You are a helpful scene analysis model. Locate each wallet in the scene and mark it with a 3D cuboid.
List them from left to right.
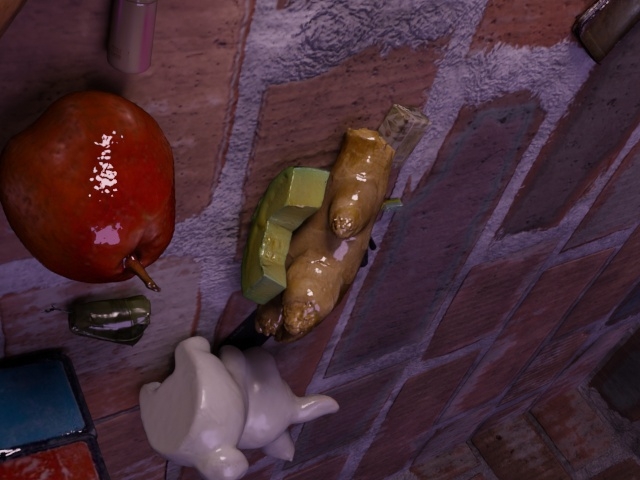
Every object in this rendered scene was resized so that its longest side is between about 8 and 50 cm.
[{"bbox_3d":[0.517,-0.406,1.158,0.255,0.031,0.137,-46,147,17],"label":"wallet"}]

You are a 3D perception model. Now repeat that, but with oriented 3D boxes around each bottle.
[{"bbox_3d":[-0.188,-0.218,0.730,0.045,0.045,0.096,-13,141,-32],"label":"bottle"}]

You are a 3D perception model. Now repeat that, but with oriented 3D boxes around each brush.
[{"bbox_3d":[0.108,-0.059,1.253,0.083,0.021,0.019,-4,140,-40],"label":"brush"}]

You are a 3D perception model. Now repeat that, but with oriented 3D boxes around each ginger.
[{"bbox_3d":[-0.014,0.011,1.101,0.236,0.166,0.376,-42,152,-41],"label":"ginger"}]

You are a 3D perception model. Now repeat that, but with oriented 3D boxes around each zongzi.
[{"bbox_3d":[-0.334,0.135,1.074,0.154,0.062,0.130,-5,150,-31],"label":"zongzi"}]

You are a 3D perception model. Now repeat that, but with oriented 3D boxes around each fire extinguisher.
[{"bbox_3d":[0.083,0.013,1.317,0.046,0.032,0.100,-19,153,-6],"label":"fire extinguisher"}]

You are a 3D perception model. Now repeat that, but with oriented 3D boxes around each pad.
[{"bbox_3d":[-0.111,0.160,1.363,0.157,0.003,0.112,-44,148,16],"label":"pad"}]

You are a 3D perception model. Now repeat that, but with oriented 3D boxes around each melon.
[{"bbox_3d":[-0.062,-0.010,1.055,0.064,0.118,0.210,19,84,-31],"label":"melon"}]

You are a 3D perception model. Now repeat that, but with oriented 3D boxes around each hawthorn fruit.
[{"bbox_3d":[-0.228,-0.035,0.773,0.196,0.225,0.196,-29,161,-11],"label":"hawthorn fruit"}]

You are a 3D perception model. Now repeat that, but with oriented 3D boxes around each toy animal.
[{"bbox_3d":[-0.136,0.323,1.329,0.196,0.241,0.367,-43,148,21],"label":"toy animal"}]

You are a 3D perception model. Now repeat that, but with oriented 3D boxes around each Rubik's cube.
[{"bbox_3d":[-0.487,0.389,1.018,0.318,0.313,0.316,-6,139,-37],"label":"Rubik's cube"}]

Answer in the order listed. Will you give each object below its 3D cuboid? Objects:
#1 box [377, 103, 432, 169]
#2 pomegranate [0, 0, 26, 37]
[{"bbox_3d":[0.117,-0.156,1.105,0.062,0.045,0.098,1,133,-43],"label":"box"},{"bbox_3d":[-0.314,-0.187,0.406,0.322,0.322,0.322,-24,148,-17],"label":"pomegranate"}]
